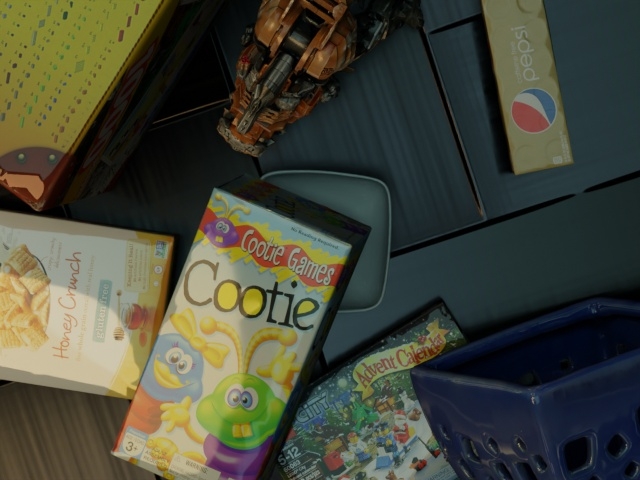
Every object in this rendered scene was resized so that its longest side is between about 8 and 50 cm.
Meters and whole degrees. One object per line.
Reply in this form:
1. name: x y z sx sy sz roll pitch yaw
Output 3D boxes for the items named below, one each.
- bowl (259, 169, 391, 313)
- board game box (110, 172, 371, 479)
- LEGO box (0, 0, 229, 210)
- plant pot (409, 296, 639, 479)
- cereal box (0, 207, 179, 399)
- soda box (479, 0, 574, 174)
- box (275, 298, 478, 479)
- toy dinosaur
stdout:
1. bowl: 0.000 0.000 1.954 0.142 0.053 0.142 4 94 2
2. board game box: -0.073 0.094 1.869 0.142 0.144 0.275 23 101 6
3. LEGO box: -0.171 -0.292 1.785 0.193 0.372 0.500 33 96 1
4. plant pot: 0.254 0.192 1.837 0.236 0.236 0.212 -17 100 -24
5. cereal box: -0.273 0.061 1.977 0.240 0.047 0.173 8 94 3
6. soda box: 0.204 -0.159 1.928 0.061 0.058 0.181 -11 94 4
7. box: 0.067 0.188 1.966 0.233 0.044 0.159 -32 92 5
8. toy dinosaur: 0.004 -0.204 1.850 0.164 0.218 0.322 48 138 -15
